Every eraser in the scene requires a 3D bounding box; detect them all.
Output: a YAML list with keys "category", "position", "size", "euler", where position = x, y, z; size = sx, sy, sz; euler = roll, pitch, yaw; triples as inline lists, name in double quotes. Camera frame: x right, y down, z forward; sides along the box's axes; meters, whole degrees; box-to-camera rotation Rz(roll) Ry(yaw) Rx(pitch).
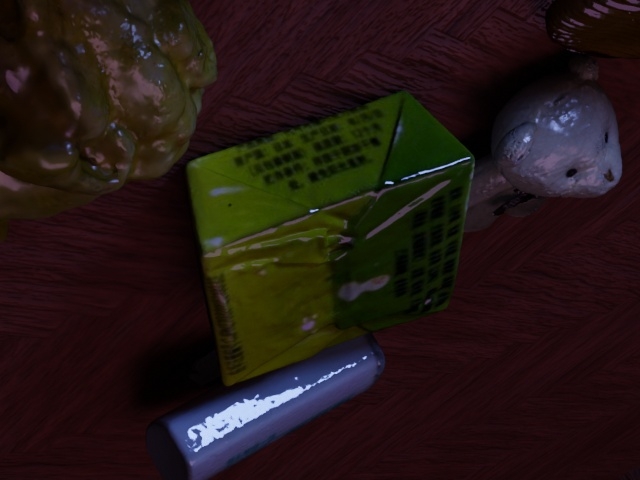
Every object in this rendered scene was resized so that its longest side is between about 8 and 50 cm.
- category: "eraser"
  position: [-0.074, 0.209, 1.520]
  size: [0.290, 0.104, 0.189]
  euler: [-27, 175, -23]

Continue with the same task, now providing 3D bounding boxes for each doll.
- category: "doll"
  position: [0.249, -0.077, 1.359]
  size: [0.175, 0.149, 0.278]
  euler: [-51, 174, -24]

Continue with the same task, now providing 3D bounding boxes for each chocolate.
- category: "chocolate"
  position: [0.000, 0.000, 1.273]
  size: [0.289, 0.137, 0.301]
  euler: [-20, 149, -12]

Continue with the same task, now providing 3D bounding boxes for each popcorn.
- category: "popcorn"
  position: [-0.206, -0.127, 0.837]
  size: [0.250, 0.235, 0.242]
  euler: [-26, -165, -24]

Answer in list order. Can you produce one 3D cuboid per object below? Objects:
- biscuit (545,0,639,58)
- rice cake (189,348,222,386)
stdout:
- category: "biscuit"
  position: [0.378, -0.221, 1.147]
  size: [0.318, 0.040, 0.318]
  euler: [-4, 177, 0]
- category: "rice cake"
  position: [-0.058, 0.115, 1.504]
  size: [0.245, 0.042, 0.045]
  euler: [-32, 163, 10]
